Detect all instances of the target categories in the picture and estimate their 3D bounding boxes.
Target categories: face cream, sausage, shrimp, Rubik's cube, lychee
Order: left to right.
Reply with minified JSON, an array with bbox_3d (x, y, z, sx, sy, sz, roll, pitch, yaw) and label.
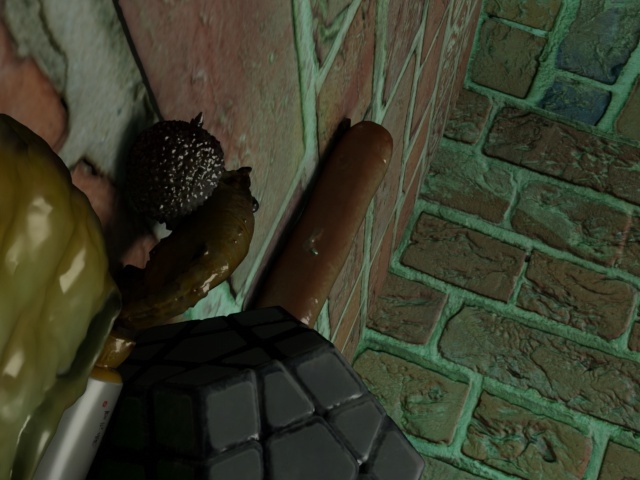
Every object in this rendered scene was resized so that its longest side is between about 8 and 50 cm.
[{"bbox_3d":[-0.181,0.144,0.593,0.072,0.051,0.182,52,58,-74],"label":"face cream"},{"bbox_3d":[-0.102,-0.052,0.606,0.067,0.068,0.083,17,99,-39],"label":"lychee"},{"bbox_3d":[-0.108,-0.017,0.690,0.262,0.117,0.066,-92,164,-69],"label":"shrimp"},{"bbox_3d":[-0.068,0.209,0.718,0.264,0.319,0.319,-100,-162,-50],"label":"Rubik's cube"},{"bbox_3d":[0.000,0.000,1.204,0.094,0.094,0.419,54,51,-42],"label":"sausage"}]

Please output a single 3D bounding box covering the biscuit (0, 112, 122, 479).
[{"bbox_3d":[-0.188,0.087,0.387,0.335,0.078,0.329,-45,151,-69],"label":"biscuit"}]
